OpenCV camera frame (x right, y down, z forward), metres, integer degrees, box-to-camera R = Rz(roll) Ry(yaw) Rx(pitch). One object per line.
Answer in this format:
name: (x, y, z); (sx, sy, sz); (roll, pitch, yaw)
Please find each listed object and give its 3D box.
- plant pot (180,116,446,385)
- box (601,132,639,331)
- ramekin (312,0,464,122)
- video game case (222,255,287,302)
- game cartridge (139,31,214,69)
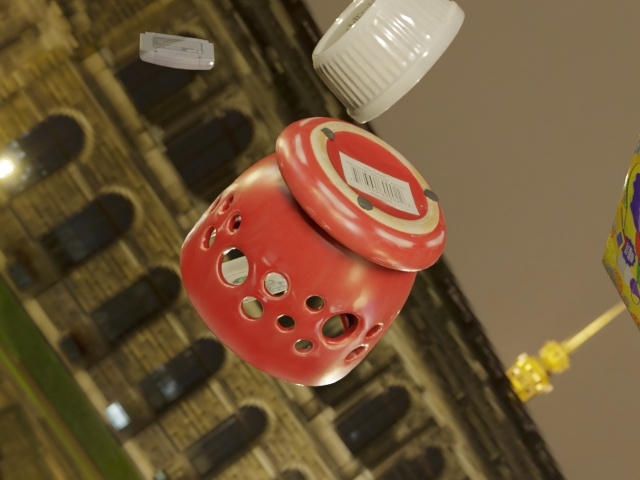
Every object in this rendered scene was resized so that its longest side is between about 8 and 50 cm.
plant pot: (0.000, 0.000, 1.064); (0.191, 0.174, 0.191); (29, 30, -18)
box: (0.505, -0.031, 1.395); (0.290, 0.279, 0.177); (92, -18, -50)
ramekin: (0.082, -0.268, 1.648); (0.109, 0.207, 0.207); (42, -10, -13)
video game case: (-0.059, 0.039, 1.476); (0.143, 0.157, 0.019); (97, -26, -71)
game cartridge: (-0.160, -0.211, 1.374); (0.056, 0.083, 0.017); (-102, -159, -58)
